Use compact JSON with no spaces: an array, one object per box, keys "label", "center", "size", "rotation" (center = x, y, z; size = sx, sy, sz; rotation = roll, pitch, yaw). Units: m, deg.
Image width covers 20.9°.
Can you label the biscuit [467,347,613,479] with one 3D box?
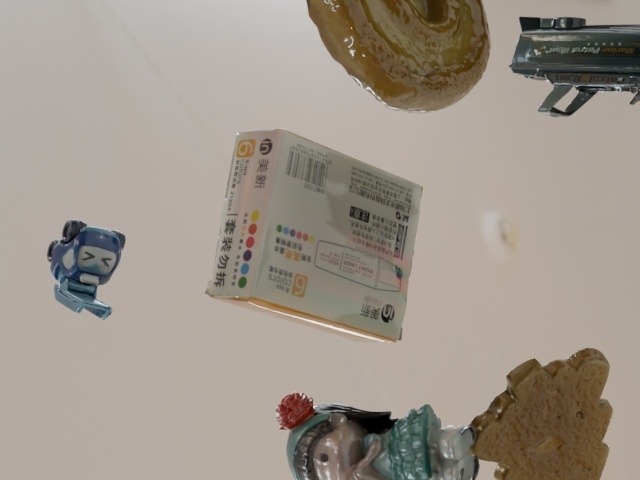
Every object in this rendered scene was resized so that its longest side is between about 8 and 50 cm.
[{"label":"biscuit","center":[0.290,0.247,2.188],"size":[0.041,0.212,0.239],"rotation":[39,159,57]}]

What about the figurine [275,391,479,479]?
[{"label":"figurine","center":[0.069,0.249,2.123],"size":[0.110,0.245,0.138],"rotation":[-35,-60,-61]}]

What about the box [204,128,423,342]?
[{"label":"box","center":[0.000,0.000,2.166],"size":[0.273,0.091,0.221],"rotation":[21,-105,-42]}]

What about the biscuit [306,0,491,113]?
[{"label":"biscuit","center":[0.113,-0.313,2.337],"size":[0.296,0.102,0.296],"rotation":[20,-124,-31]}]

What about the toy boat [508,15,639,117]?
[{"label":"toy boat","center":[0.310,-0.173,1.749],"size":[0.093,0.246,0.103],"rotation":[1,-87,-60]}]

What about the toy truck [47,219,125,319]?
[{"label":"toy truck","center":[-0.206,0.033,1.531],"size":[0.056,0.073,0.090],"rotation":[15,-130,-29]}]
